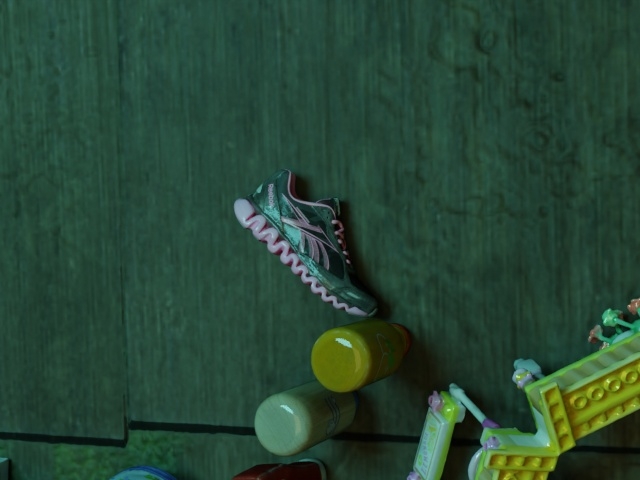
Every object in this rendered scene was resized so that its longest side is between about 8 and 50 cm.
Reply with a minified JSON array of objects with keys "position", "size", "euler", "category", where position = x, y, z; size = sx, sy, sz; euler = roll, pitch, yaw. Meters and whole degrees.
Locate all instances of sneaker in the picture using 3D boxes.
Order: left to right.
[{"position":[0.000,0.000,0.800],"size":[0.119,0.047,0.057],"euler":[44,91,6],"category":"sneaker"}]

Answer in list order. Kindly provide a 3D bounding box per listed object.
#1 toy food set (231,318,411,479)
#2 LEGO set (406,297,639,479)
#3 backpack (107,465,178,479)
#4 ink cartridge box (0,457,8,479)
[{"position":[0.017,0.170,0.772],"size":[0.111,0.104,0.232],"euler":[-10,89,24],"category":"toy food set"},{"position":[0.144,0.115,0.762],"size":[0.132,0.107,0.287],"euler":[30,97,-26],"category":"LEGO set"},{"position":[-0.129,0.212,0.820],"size":[0.114,0.084,0.105],"euler":[-44,88,16],"category":"backpack"},{"position":[-0.286,0.208,0.869],"size":[0.181,0.061,0.104],"euler":[4,96,13],"category":"ink cartridge box"}]
